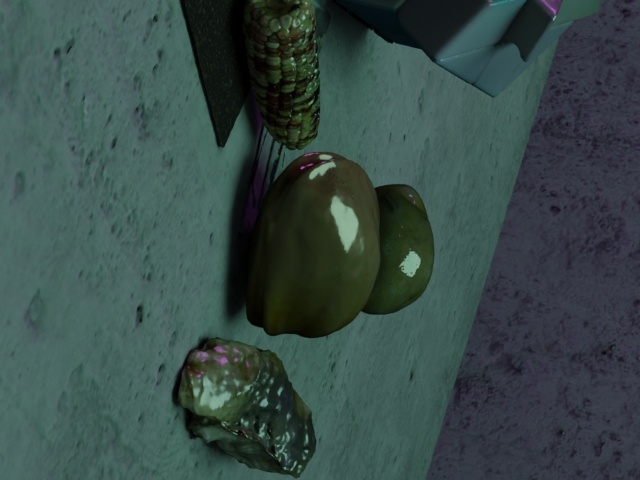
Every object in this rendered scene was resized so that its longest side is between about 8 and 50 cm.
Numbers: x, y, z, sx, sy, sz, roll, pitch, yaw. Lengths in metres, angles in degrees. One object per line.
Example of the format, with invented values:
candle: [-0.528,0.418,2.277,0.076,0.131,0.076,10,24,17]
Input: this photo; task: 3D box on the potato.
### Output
potato: [0.102,0.012,2.369,0.178,0.160,0.235,-41,-149,42]

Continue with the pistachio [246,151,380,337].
pistachio: [0.000,0.000,1.938,0.213,0.163,0.260,-29,143,-45]

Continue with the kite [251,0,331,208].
kite: [-0.046,-0.184,1.952,0.169,0.015,0.310,43,60,-70]

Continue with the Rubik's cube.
Rubik's cube: [0.206,-0.403,2.097,0.368,0.358,0.387,-45,161,12]

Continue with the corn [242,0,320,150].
corn: [-0.042,-0.200,1.799,0.253,0.086,0.086,83,24,-56]

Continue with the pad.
pad: [-0.099,-0.282,1.697,0.330,0.004,0.220,80,27,-55]

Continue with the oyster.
oyster: [-0.081,0.220,1.948,0.341,0.110,0.166,64,33,-46]
